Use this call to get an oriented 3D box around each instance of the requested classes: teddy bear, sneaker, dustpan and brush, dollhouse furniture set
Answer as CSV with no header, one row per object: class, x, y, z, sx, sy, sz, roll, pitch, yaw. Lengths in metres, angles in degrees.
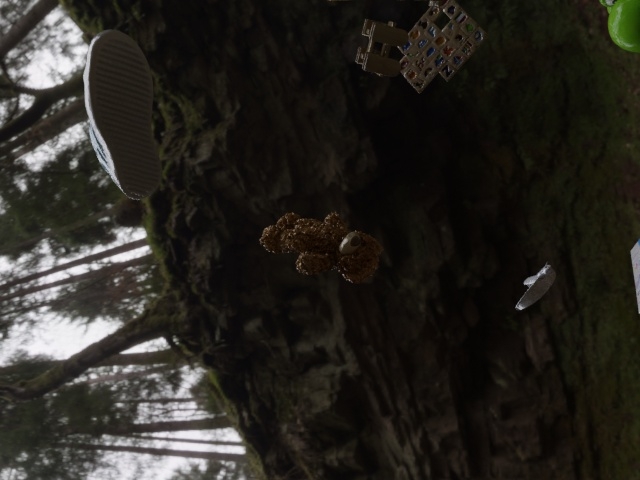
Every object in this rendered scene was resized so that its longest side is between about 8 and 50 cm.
teddy bear,0.000,0.000,1.783,0.245,0.338,0.113,-19,-54,-38
sneaker,-0.419,-0.255,1.304,0.135,0.150,0.366,-30,-38,-34
dustpan and brush,0.572,0.102,1.708,0.060,0.211,0.147,39,-103,3
dollhouse furniture set,0.205,-0.547,1.705,0.161,0.212,0.242,11,-71,-8

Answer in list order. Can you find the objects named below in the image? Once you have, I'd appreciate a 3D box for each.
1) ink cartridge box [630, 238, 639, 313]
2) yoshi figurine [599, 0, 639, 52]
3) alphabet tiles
ink cartridge box,0.671,0.080,1.296,0.104,0.062,0.181,77,-163,-62
yoshi figurine,0.621,-0.405,1.055,0.203,0.362,0.203,-33,-74,-32
alphabet tiles,0.319,-0.533,1.805,0.009,0.237,0.198,1,-131,-52
